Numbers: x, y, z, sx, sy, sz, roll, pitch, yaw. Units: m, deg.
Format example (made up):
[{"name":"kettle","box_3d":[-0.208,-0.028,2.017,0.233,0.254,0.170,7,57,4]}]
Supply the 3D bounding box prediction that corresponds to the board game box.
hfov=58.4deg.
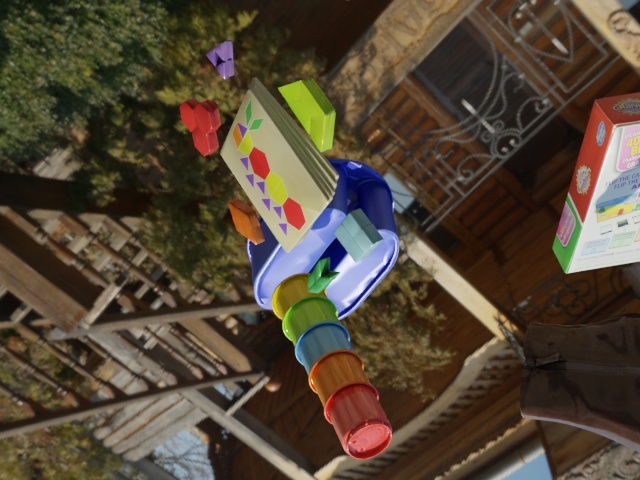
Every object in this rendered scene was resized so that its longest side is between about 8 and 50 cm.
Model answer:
[{"name":"board game box","box_3d":[0.518,-0.089,0.892,0.242,0.317,0.064,-9,-133,-1]}]

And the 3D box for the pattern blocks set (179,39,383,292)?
[{"name":"pattern blocks set","box_3d":[-0.057,-0.091,0.709,0.026,0.325,0.285,-27,175,-35]}]

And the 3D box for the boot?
[{"name":"boot","box_3d":[0.313,0.188,0.583,0.206,0.090,0.248,-9,-131,32]}]

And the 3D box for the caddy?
[{"name":"caddy","box_3d":[0.000,0.000,1.111,0.341,0.241,0.179,-53,-153,32]}]

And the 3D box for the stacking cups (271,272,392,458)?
[{"name":"stacking cups","box_3d":[0.017,0.161,0.809,0.096,0.096,0.316,-48,-147,7]}]
